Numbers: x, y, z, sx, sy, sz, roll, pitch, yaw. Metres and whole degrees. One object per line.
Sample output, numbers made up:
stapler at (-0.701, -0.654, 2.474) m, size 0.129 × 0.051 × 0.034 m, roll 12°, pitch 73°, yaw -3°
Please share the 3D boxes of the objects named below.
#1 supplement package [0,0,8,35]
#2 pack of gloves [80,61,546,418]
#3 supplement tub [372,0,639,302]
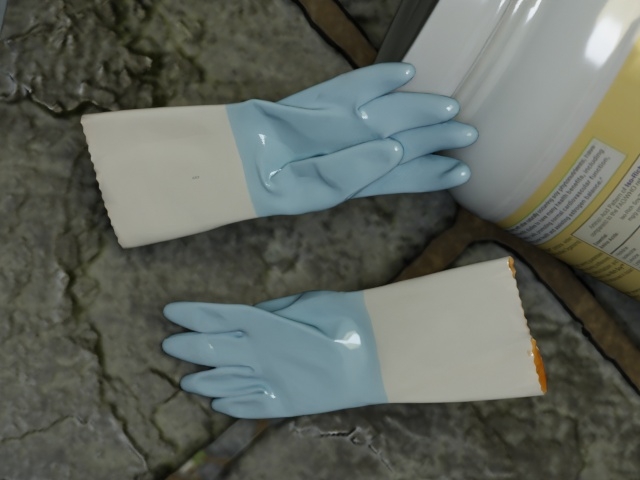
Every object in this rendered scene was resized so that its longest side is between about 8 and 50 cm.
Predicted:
supplement package at (-0.231, -0.173, 1.035) m, size 0.134 × 0.244 × 0.139 m, roll 3°, pitch 80°, yaw -12°
pack of gloves at (0.000, 0.000, 1.094) m, size 0.232 × 0.046 × 0.195 m, roll -7°, pitch 107°, yaw 26°
supplement tub at (0.213, -0.082, 1.114) m, size 0.331 × 0.241 × 0.241 m, roll 28°, pitch 77°, yaw -7°
